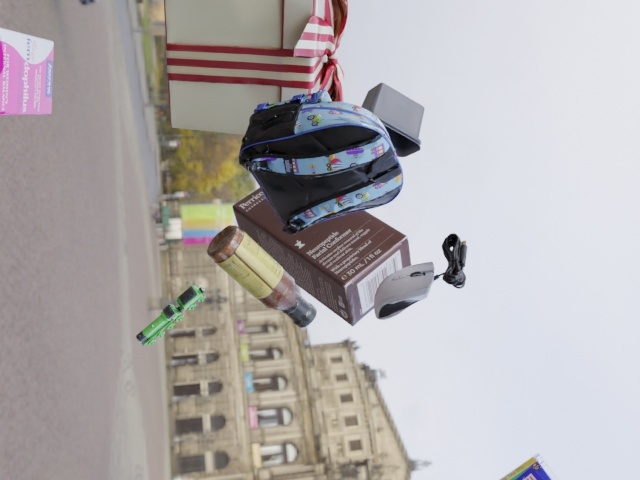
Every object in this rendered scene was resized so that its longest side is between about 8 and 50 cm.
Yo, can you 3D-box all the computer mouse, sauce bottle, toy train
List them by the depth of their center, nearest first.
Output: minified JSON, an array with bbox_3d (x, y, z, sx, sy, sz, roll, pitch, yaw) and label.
[{"bbox_3d":[-0.146,0.073,0.677,0.017,0.083,0.024,51,7,16],"label":"toy train"},{"bbox_3d":[-0.054,0.039,0.681,0.128,0.042,0.042,48,8,-28],"label":"sauce bottle"},{"bbox_3d":[0.140,0.062,1.056,0.193,0.042,0.106,-35,-152,37],"label":"computer mouse"}]

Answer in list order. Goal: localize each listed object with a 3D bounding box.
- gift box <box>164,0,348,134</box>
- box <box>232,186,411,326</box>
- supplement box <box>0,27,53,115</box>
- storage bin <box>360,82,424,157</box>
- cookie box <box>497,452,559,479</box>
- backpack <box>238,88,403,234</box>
[{"bbox_3d":[-0.090,-0.284,1.108,0.276,0.258,0.255,-76,170,-56],"label":"gift box"},{"bbox_3d":[0.000,0.000,1.555,0.381,0.191,0.143,32,-31,37],"label":"box"},{"bbox_3d":[-0.449,-0.226,0.929,0.220,0.114,0.111,-95,-170,-79],"label":"supplement box"},{"bbox_3d":[0.131,-0.232,1.344,0.098,0.135,0.091,-19,-132,62],"label":"storage bin"},{"bbox_3d":[0.295,0.365,0.966,0.107,0.092,0.040,55,15,23],"label":"cookie box"},{"bbox_3d":[0.010,-0.103,0.845,0.158,0.173,0.116,58,28,-41],"label":"backpack"}]
